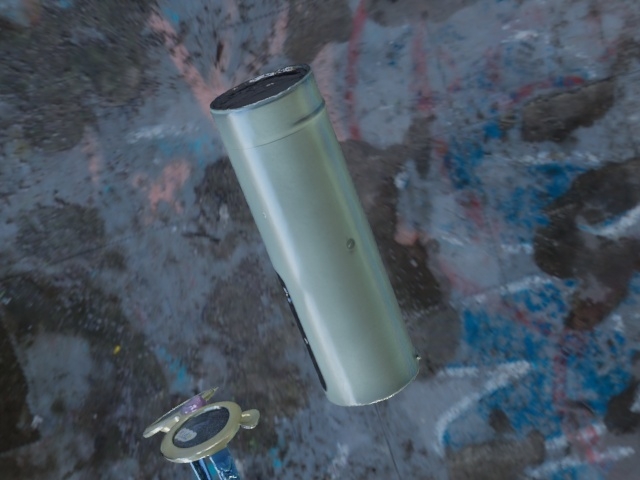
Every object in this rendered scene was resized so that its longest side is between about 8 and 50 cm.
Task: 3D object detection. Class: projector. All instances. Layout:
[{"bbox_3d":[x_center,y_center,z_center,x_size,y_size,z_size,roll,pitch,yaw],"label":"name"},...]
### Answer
[{"bbox_3d":[0.000,0.000,1.097,0.108,0.108,0.337,-22,111,-2],"label":"projector"}]

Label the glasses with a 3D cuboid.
[{"bbox_3d":[-0.112,0.257,1.056,0.088,0.189,0.220,-6,93,-19],"label":"glasses"}]
